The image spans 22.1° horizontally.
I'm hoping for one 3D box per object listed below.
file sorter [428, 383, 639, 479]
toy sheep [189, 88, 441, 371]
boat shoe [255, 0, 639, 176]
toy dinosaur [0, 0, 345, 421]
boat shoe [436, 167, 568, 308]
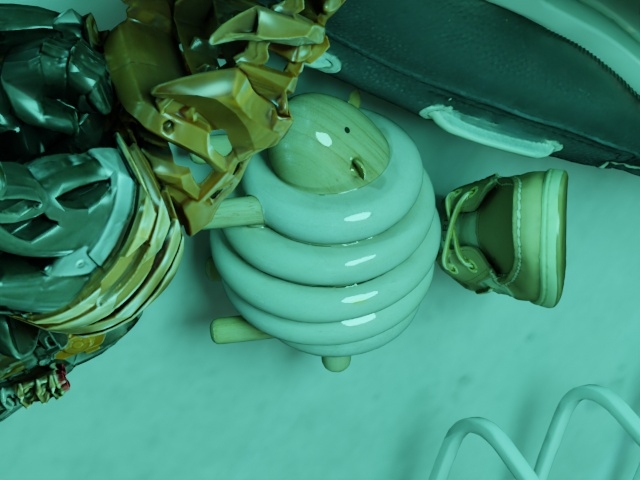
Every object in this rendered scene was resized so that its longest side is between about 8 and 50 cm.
[{"bbox_3d":[0.190,0.161,0.713,0.277,0.193,0.173,-9,132,-27],"label":"file sorter"},{"bbox_3d":[0.000,0.000,0.588,0.091,0.091,0.132,-24,142,-17],"label":"toy sheep"},{"bbox_3d":[0.072,-0.083,0.574,0.302,0.114,0.091,26,142,-36],"label":"boat shoe"},{"bbox_3d":[-0.109,-0.031,0.463,0.322,0.164,0.218,-51,138,3],"label":"toy dinosaur"},{"bbox_3d":[0.064,0.000,0.605,0.045,0.135,0.050,4,83,0],"label":"boat shoe"}]
